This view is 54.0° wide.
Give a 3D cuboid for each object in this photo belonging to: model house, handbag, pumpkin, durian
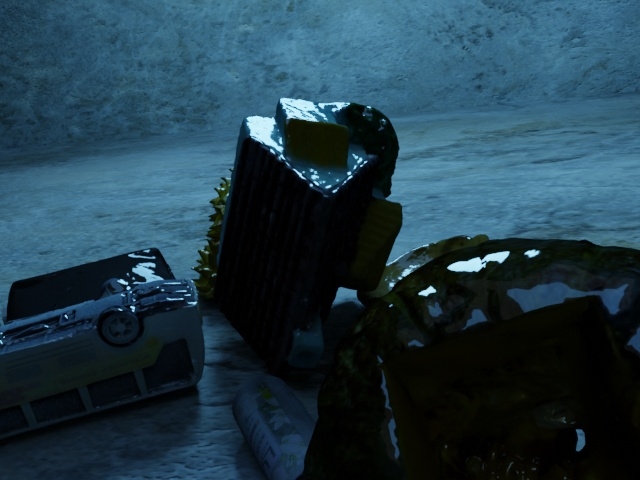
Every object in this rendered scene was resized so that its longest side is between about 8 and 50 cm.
[{"bbox_3d":[0.000,0.000,0.776,0.229,0.281,0.249,4,33,-17],"label":"model house"},{"bbox_3d":[-0.317,0.104,0.886,0.246,0.080,0.223,-15,31,-18],"label":"handbag"},{"bbox_3d":[0.135,0.141,0.372,0.320,0.192,0.321,-14,53,19],"label":"pumpkin"},{"bbox_3d":[-0.117,-0.024,1.049,0.185,0.196,0.305,-5,21,26],"label":"durian"}]

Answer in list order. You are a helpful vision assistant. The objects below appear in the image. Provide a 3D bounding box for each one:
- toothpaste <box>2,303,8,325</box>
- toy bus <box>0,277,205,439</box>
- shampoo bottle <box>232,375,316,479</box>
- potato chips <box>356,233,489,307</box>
[{"bbox_3d":[-0.395,0.111,0.994,0.194,0.043,0.067,-5,19,-9],"label":"toothpaste"},{"bbox_3d":[-0.303,0.141,0.724,0.342,0.138,0.097,-13,21,-13],"label":"toy bus"},{"bbox_3d":[-0.022,0.197,0.571,0.072,0.072,0.214,-15,21,-19],"label":"shampoo bottle"},{"bbox_3d":[0.150,0.058,0.892,0.195,0.062,0.208,-16,15,28],"label":"potato chips"}]
